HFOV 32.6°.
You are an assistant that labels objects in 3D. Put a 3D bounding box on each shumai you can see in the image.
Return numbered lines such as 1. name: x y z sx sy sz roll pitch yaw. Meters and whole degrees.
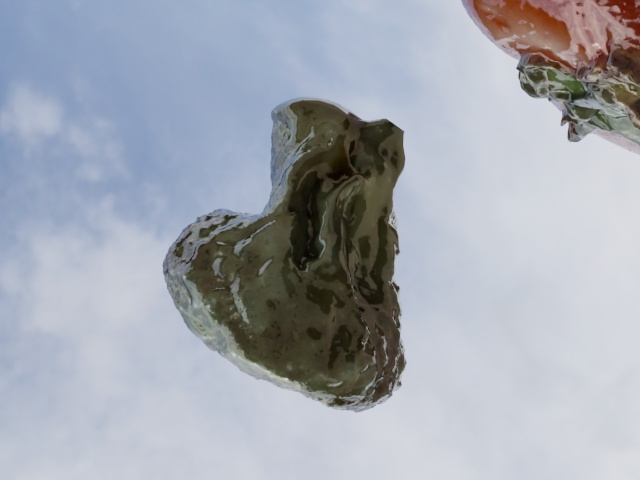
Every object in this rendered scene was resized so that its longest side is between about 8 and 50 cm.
1. shumai: 0.000 0.000 0.900 0.222 0.204 0.272 22 -159 -34

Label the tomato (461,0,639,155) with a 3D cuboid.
1. tomato: 0.260 -0.215 0.768 0.321 0.321 0.321 19 -124 -31
